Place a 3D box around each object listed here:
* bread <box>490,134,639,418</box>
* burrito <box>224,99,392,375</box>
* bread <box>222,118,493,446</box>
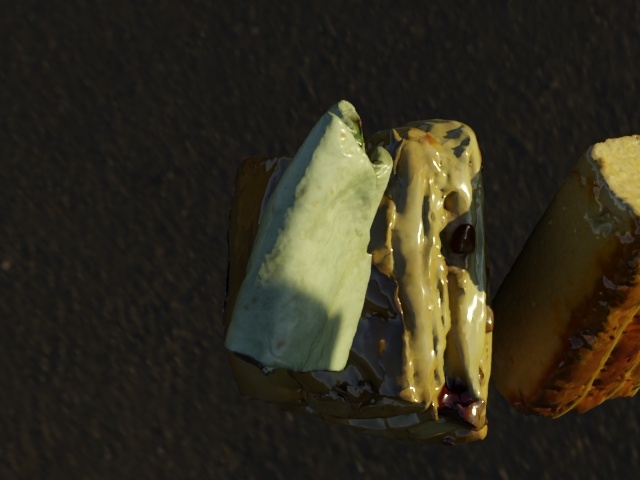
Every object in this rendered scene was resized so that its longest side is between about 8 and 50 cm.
[{"bbox_3d":[0.257,0.035,1.509,0.184,0.275,0.114,-8,56,-30],"label":"bread"},{"bbox_3d":[-0.002,0.000,0.740,0.044,0.074,0.118,18,99,28],"label":"burrito"},{"bbox_3d":[0.020,0.044,1.545,0.167,0.324,0.278,-4,91,-21],"label":"bread"}]
